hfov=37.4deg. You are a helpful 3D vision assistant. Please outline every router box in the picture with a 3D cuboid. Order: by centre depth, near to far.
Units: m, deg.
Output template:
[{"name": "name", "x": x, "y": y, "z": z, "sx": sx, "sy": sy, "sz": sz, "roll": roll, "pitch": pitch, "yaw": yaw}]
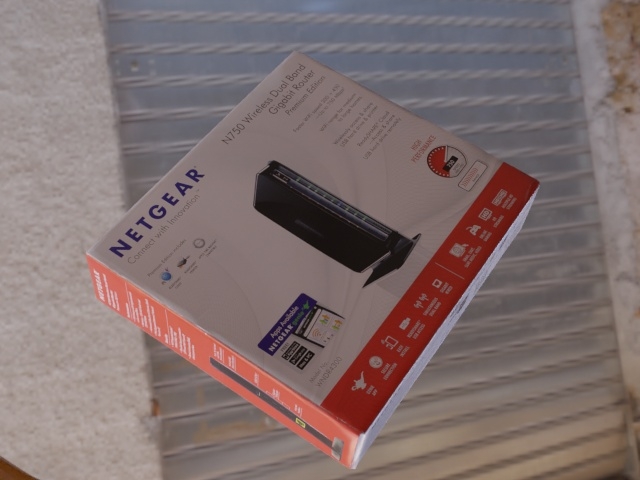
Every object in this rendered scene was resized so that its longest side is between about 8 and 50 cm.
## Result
[{"name": "router box", "x": 0.000, "y": 0.000, "z": 0.917, "sx": 0.335, "sy": 0.301, "sz": 0.082, "roll": -50, "pitch": 162, "yaw": -31}]

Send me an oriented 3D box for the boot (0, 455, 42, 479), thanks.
[{"name": "boot", "x": -0.192, "y": 0.161, "z": 0.567, "sx": 0.211, "sy": 0.295, "sz": 0.104, "roll": 6, "pitch": 156, "yaw": -22}]
